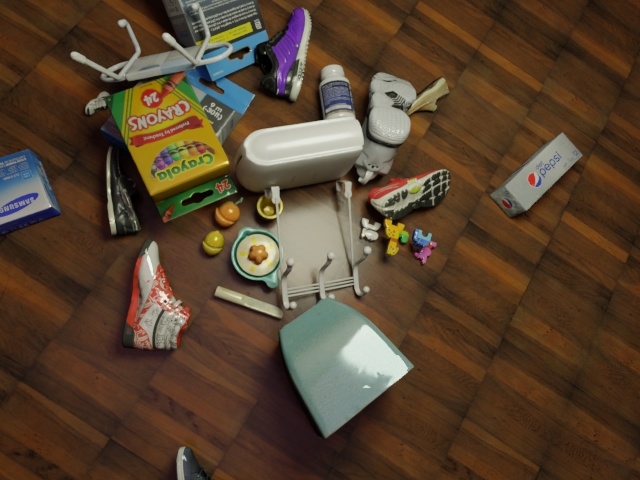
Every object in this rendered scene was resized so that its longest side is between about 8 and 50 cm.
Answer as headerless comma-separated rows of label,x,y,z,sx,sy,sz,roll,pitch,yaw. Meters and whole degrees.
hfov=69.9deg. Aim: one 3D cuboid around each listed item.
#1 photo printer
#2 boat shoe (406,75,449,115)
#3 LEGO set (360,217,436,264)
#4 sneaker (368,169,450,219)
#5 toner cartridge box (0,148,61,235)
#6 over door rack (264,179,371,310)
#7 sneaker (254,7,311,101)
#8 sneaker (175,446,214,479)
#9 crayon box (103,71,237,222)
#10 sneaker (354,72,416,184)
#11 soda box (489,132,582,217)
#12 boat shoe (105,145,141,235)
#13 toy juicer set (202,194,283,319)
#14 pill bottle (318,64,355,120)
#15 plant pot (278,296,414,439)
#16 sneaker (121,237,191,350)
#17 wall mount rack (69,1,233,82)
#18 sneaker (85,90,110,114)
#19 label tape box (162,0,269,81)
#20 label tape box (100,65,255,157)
photo printer,-0.067,-0.211,1.178,0.307,0.256,0.107,-12,82,-13
boat shoe,0.329,-0.426,1.402,0.190,0.068,0.072,-40,102,-14
LEGO set,0.217,0.009,1.268,0.227,0.087,0.093,18,75,-4
sneaker,0.256,-0.151,1.307,0.279,0.118,0.107,-19,124,-28
toner cartridge box,-0.842,-0.081,1.102,0.347,0.075,0.165,-24,84,-15
over door rack,0.000,0.000,1.177,0.239,0.108,0.324,-7,86,-27
sneaker,-0.114,-0.557,1.324,0.146,0.102,0.293,10,75,-13
sneaker,-0.231,0.565,1.051,0.163,0.086,0.226,-17,90,-3
crayon box,-0.355,-0.229,1.107,0.202,0.081,0.319,-26,84,-16
sneaker,0.167,-0.323,1.309,0.137,0.210,0.366,20,44,-6
soda box,0.655,-0.199,1.392,0.286,0.091,0.098,-41,88,-16
boat shoe,-0.509,-0.128,1.176,0.079,0.084,0.233,-6,80,-22
toy juicer set,-0.200,0.039,1.184,0.209,0.089,0.329,0,78,-10
pill bottle,0.045,-0.416,1.329,0.094,0.094,0.169,-6,79,-12
plant pot,0.027,0.287,1.100,0.247,0.247,0.252,-33,74,-15
sneaker,-0.388,0.136,1.129,0.144,0.090,0.270,8,79,-9
wall mount rack,-0.396,-0.448,1.070,0.350,0.130,0.304,-9,41,8
sneaker,-0.595,-0.365,1.234,0.037,0.032,0.083,38,74,0
label tape box,-0.296,-0.645,1.265,0.240,0.106,0.334,-37,126,-30
label tape box,-0.368,-0.345,1.230,0.249,0.115,0.348,31,75,-2
